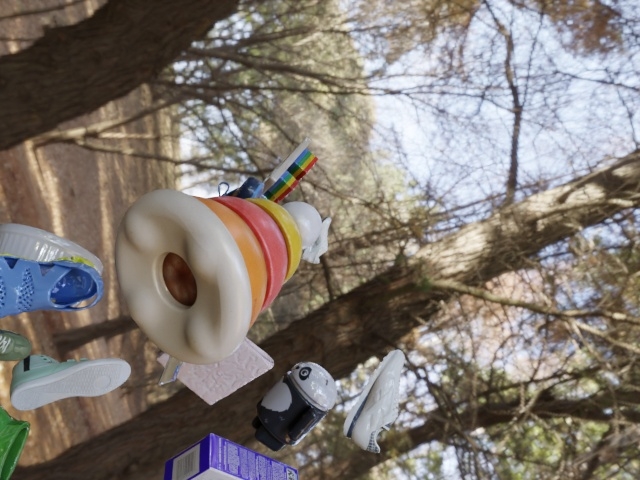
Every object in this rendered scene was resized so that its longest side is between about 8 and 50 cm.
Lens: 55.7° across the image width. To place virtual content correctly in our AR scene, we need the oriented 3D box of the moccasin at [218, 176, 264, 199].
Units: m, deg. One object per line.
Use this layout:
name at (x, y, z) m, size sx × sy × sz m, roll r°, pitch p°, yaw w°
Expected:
moccasin at (-0.267, -0.060, 1.612) m, size 0.117 × 0.137 × 0.342 m, roll 39°, pitch -49°, yaw -4°

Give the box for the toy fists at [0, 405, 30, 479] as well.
toy fists at (-0.563, 0.377, 0.906) m, size 0.096 × 0.142 × 0.279 m, roll 114°, pitch -8°, yaw -69°

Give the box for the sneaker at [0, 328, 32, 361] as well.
sneaker at (-0.655, 0.197, 1.166) m, size 0.086 × 0.192 × 0.064 m, roll 2°, pitch -109°, yaw 59°

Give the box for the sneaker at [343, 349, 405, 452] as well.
sneaker at (0.143, 0.360, 1.369) m, size 0.095 × 0.235 × 0.090 m, roll 23°, pitch -19°, yaw 23°

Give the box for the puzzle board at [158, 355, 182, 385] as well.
puzzle board at (-0.436, 0.365, 1.802) m, size 0.011 × 0.128 × 0.096 m, roll 25°, pitch 3°, yaw 14°

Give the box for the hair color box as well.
hair color box at (-0.235, 0.660, 1.655) m, size 0.339 × 0.185 × 0.110 m, roll 39°, pitch 27°, yaw -34°

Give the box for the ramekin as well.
ramekin at (-0.694, 0.075, 1.506) m, size 0.273 × 0.273 × 0.127 m, roll 121°, pitch -14°, yaw -65°

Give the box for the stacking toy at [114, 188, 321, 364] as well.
stacking toy at (-0.158, 0.024, 1.309) m, size 0.351 × 0.480 × 0.350 m, roll 12°, pitch -68°, yaw 32°

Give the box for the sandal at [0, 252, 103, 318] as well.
sandal at (-0.554, 0.089, 1.170) m, size 0.138 × 0.317 × 0.126 m, roll 12°, pitch -76°, yaw 41°

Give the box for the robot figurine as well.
robot figurine at (-0.079, 0.488, 1.793) m, size 0.209 × 0.278 × 0.173 m, roll 46°, pitch 4°, yaw 28°

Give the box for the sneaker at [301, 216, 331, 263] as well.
sneaker at (0.000, 0.000, 1.818) m, size 0.152 × 0.061 × 0.053 m, roll -62°, pitch -178°, yaw 10°

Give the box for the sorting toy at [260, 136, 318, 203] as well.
sorting toy at (-0.138, -0.202, 2.107) m, size 0.089 × 0.257 × 0.255 m, roll 43°, pitch -41°, yaw -9°

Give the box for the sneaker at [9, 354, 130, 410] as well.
sneaker at (-0.583, 0.296, 1.406) m, size 0.151 × 0.256 × 0.094 m, roll 38°, pitch -50°, yaw 53°

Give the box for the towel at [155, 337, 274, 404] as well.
towel at (-0.396, 0.448, 2.268) m, size 0.317 × 0.332 × 0.053 m, roll 47°, pitch 22°, yaw -23°
